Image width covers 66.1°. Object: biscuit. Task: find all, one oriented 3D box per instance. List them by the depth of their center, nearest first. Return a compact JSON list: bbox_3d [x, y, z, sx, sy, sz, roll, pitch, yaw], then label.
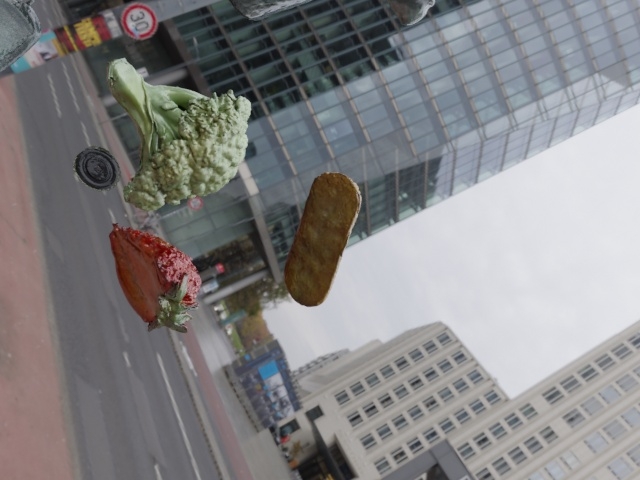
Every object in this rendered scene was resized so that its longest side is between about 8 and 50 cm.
[{"bbox_3d":[0.000,0.000,0.873,0.118,0.029,0.247,28,-76,35],"label":"biscuit"}]

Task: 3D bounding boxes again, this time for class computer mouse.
[{"bbox_3d":[-0.650,-0.397,0.965,0.113,0.229,0.068,47,-22,-23],"label":"computer mouse"}]

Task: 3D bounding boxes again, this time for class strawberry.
[{"bbox_3d":[-0.329,0.067,0.971,0.228,0.098,0.175,34,-62,27],"label":"strawberry"}]

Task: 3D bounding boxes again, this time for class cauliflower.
[{"bbox_3d":[-0.291,-0.210,1.018,0.281,0.327,0.260,44,-26,14],"label":"cauliflower"}]

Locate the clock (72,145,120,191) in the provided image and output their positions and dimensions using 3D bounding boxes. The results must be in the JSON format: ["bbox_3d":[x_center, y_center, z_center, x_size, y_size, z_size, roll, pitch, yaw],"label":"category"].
[{"bbox_3d":[-0.408,-0.130,0.902,0.083,0.074,0.010,54,-21,-20],"label":"clock"}]

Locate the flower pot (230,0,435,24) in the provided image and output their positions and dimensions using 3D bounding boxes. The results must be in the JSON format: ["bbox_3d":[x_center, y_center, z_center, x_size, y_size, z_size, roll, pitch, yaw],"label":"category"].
[{"bbox_3d":[0.027,-0.370,0.507,0.299,0.282,0.300,-12,90,-75],"label":"flower pot"}]
